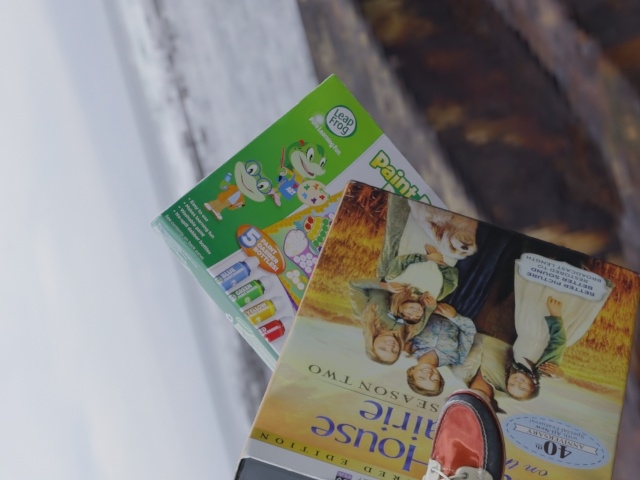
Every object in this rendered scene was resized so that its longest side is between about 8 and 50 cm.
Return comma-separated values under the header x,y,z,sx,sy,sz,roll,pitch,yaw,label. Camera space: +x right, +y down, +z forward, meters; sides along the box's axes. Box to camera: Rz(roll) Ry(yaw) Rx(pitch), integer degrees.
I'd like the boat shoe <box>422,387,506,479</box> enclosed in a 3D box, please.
x,y,z,sx,sy,sz,roll,pitch,yaw,label
0.084,0.162,1.220,0.043,0.049,0.137,-16,-65,-56,boat shoe

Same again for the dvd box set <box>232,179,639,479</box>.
x,y,z,sx,sy,sz,roll,pitch,yaw,label
0.117,0.122,1.721,0.420,0.308,0.062,-67,-5,-53,dvd box set

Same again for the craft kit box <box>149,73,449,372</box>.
x,y,z,sx,sy,sz,roll,pitch,yaw,label
0.000,0.000,1.969,0.250,0.247,0.061,49,156,-1,craft kit box
